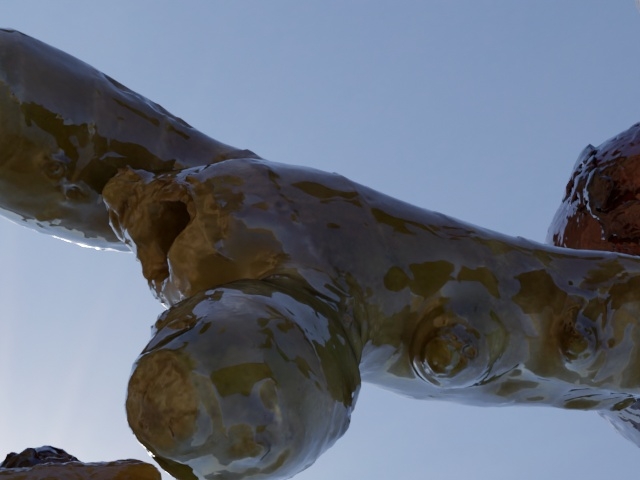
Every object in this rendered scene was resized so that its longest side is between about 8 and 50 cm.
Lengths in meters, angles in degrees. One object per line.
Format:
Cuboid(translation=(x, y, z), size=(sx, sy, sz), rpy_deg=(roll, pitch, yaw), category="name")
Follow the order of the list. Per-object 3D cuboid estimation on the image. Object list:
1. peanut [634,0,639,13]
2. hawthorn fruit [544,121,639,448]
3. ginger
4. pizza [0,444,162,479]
Cuboid(translation=(0.282, -0.119, 1.012), size=(0.236, 0.120, 0.110), rpy_deg=(22, -88, 1), category="peanut")
Cuboid(translation=(0.325, 0.046, 1.536), size=(0.316, 0.316, 0.316), rpy_deg=(17, -62, 35), category="hawthorn fruit")
Cuboid(translation=(-0.013, 0.009, 0.907), size=(0.363, 0.348, 0.122), rpy_deg=(31, -74, 49), category="ginger")
Cuboid(translation=(-0.123, 0.132, 0.799), size=(0.194, 0.154, 0.069), rpy_deg=(84, -4, -68), category="pizza")
